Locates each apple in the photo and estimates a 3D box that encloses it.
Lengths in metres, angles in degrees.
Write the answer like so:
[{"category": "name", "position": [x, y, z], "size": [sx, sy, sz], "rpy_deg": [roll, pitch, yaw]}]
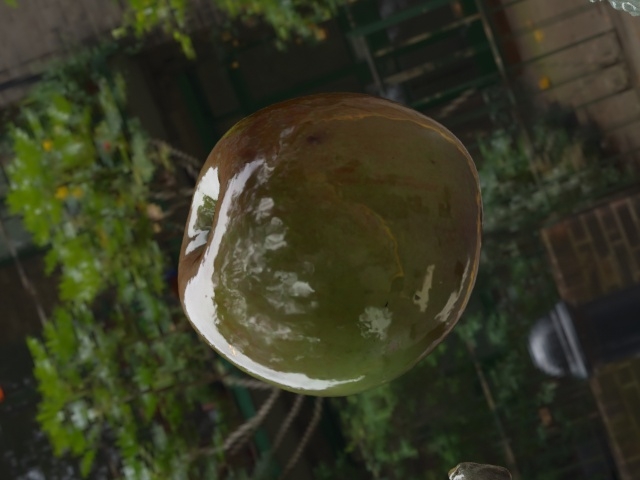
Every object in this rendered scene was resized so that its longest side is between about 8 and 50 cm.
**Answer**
[{"category": "apple", "position": [0.000, 0.000, 1.336], "size": [0.319, 0.277, 0.319], "rpy_deg": [-30, 55, 53]}]

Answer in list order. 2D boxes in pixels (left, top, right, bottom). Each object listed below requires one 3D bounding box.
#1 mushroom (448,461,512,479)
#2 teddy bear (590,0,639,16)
[{"category": "mushroom", "position": [0.215, 0.400, 1.392], "size": [0.097, 0.109, 0.351], "rpy_deg": [110, 145, -56]}, {"category": "teddy bear", "position": [0.232, -0.330, 0.977], "size": [0.327, 0.362, 0.376], "rpy_deg": [31, -116, -72]}]
